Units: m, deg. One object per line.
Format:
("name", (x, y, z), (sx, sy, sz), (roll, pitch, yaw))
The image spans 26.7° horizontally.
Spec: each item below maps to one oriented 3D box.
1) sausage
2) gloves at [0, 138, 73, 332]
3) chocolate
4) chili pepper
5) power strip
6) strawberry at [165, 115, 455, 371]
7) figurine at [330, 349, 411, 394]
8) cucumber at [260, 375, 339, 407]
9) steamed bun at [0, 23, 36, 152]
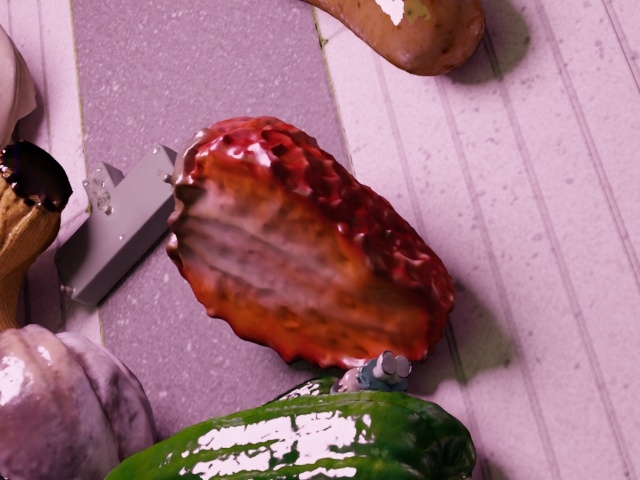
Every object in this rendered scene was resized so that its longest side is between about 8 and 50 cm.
("sausage", (0.015, -0.320, 1.551), (0.501, 0.123, 0.136), (38, 125, 46))
("gloves", (-0.428, 0.037, 1.713), (0.203, 0.155, 0.356), (-102, 32, -60))
("chocolate", (-0.307, 0.205, 1.482), (0.303, 0.303, 0.213), (3, 52, 43))
("chili pepper", (-0.040, 0.256, 1.245), (0.385, 0.167, 0.213), (-16, 81, 28))
("power strip", (-0.259, -0.038, 1.696), (0.216, 0.061, 0.145), (-45, 47, 15))
("strawberry", (0.000, 0.000, 1.369), (0.336, 0.265, 0.149), (26, 45, 25))
("figurine", (0.052, 0.139, 1.295), (0.106, 0.060, 0.047), (-44, 55, 51))
("cucumber", (-0.065, 0.214, 1.386), (0.241, 0.074, 0.074), (-40, 48, 17))
("steamed bun", (-0.523, -0.182, 1.905), (0.310, 0.219, 0.324), (-130, 50, -59))
